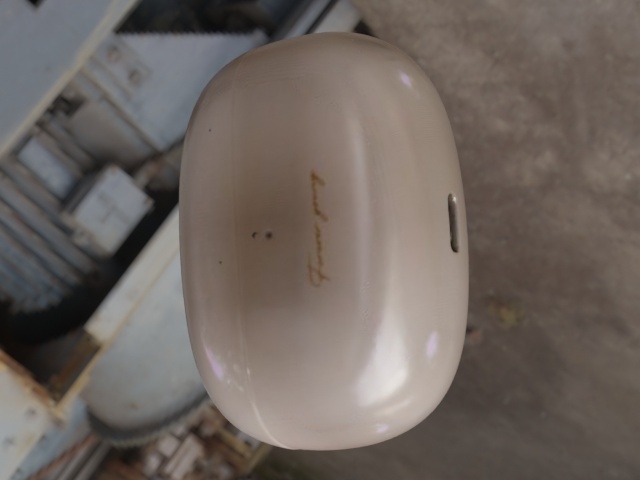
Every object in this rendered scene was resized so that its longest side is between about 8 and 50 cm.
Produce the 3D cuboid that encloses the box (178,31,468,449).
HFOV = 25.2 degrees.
[{"bbox_3d":[0.000,0.000,0.690,0.146,0.200,0.088,-7,172,31],"label":"box"}]
